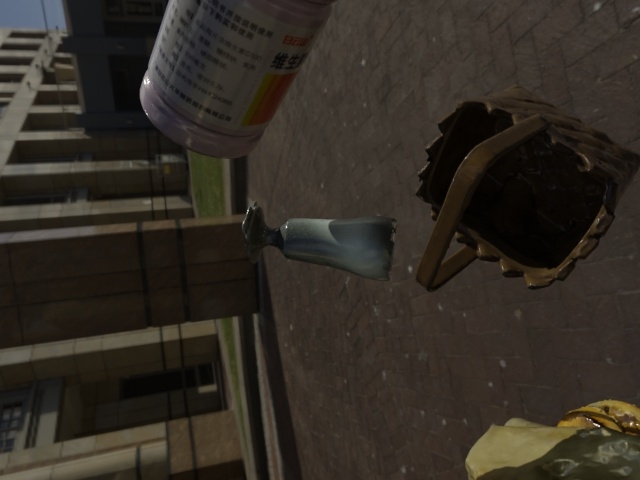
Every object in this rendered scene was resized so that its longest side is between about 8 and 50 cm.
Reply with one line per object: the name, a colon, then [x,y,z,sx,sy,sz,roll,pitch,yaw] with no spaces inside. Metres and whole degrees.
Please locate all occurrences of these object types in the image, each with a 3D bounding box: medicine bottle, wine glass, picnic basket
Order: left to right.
medicine bottle: [-0.065,-0.204,0.438,0.250,0.133,0.133,-52,43,38]
wine glass: [0.000,0.000,0.520,0.072,0.155,0.072,7,-90,-83]
picnic basket: [0.282,-0.069,0.753,0.291,0.320,0.254,42,141,27]

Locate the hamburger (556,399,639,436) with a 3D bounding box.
hamburger: [0.407,0.317,0.677,0.191,0.117,0.182,108,154,-54]

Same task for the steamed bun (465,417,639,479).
steamed bun: [0.221,0.287,0.369,0.428,0.247,0.190,138,114,-73]
